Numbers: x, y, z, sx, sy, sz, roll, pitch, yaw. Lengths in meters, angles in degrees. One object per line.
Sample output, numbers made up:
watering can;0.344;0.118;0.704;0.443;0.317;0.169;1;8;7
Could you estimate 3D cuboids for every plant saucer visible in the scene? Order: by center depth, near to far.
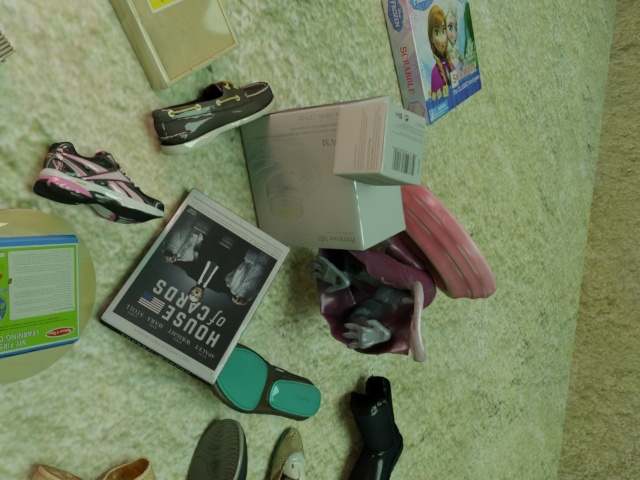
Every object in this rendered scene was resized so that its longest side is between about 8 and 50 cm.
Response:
plant saucer;0.232;0.003;1.236;0.084;0.332;0.332;-38;128;-2

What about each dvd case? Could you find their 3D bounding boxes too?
dvd case;-0.173;0.062;0.845;0.179;0.029;0.238;33;61;-8

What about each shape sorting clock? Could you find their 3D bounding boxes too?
shape sorting clock;-0.358;0.065;0.681;0.206;0.040;0.206;-6;97;-55

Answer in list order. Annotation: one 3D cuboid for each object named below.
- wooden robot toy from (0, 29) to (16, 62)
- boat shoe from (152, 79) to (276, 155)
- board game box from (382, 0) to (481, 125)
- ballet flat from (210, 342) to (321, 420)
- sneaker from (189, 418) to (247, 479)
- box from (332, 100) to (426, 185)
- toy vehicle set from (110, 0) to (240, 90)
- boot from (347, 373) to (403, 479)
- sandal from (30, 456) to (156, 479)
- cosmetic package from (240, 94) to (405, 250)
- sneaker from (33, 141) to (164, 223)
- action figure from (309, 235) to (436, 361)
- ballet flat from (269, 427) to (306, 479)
wooden robot toy;-0.375;-0.274;0.608;0.076;0.079;0.173;-35;118;-44
boat shoe;-0.154;-0.204;0.883;0.228;0.081;0.068;-40;126;-39
board game box;0.282;-0.479;1.418;0.319;0.066;0.318;-39;121;-43
ballet flat;-0.111;0.239;0.952;0.280;0.096;0.095;41;59;-44
sneaker;-0.153;0.406;0.944;0.118;0.083;0.222;48;47;-64
box;0.084;-0.133;0.822;0.101;0.087;0.102;7;87;-48
toy vehicle set;-0.226;-0.370;0.820;0.166;0.035;0.267;-46;126;-39
boot;0.096;0.430;1.220;0.246;0.094;0.207;-50;132;-46
sandal;-0.260;0.328;0.782;0.240;0.088;0.079;43;65;-38
cosmetic package;0.003;-0.110;0.970;0.138;0.224;0.224;-26;112;-47
sneaker;-0.274;-0.076;0.757;0.178;0.072;0.077;27;61;-54
action figure;0.147;0.080;1.120;0.370;0.276;0.248;0;91;-55
ballet flat;-0.062;0.447;1.051;0.073;0.067;0.206;40;62;-45
